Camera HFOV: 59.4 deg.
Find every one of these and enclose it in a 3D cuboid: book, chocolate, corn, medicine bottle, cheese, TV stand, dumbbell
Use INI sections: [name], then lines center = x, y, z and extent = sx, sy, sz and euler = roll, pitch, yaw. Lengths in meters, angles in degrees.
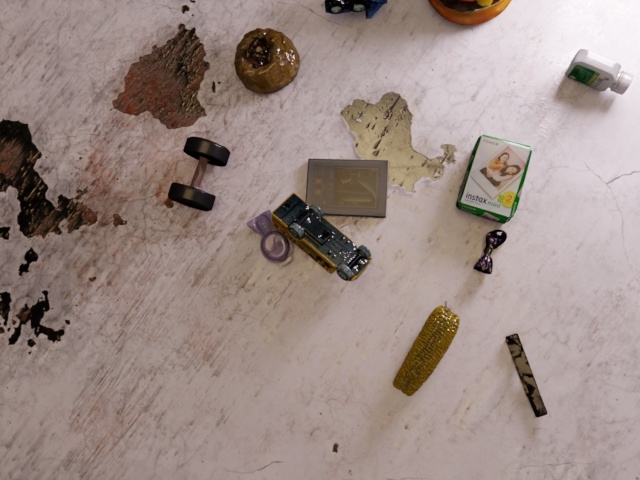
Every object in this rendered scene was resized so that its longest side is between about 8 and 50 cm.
[book]
center = 0.087, -0.174, 1.847
extent = 0.269, 0.025, 0.191
euler = 3, 83, 8
[chocolate]
center = 0.525, 0.031, 1.745
extent = 0.070, 0.072, 0.147
euler = 9, 71, 50
[corn]
center = 0.329, 0.330, 1.705
extent = 0.101, 0.101, 0.310
euler = 30, 85, 11
[medicine bottle]
center = 0.865, -0.518, 1.740
extent = 0.183, 0.119, 0.069
euler = 26, 83, 9
[cheese]
center = -0.159, -0.004, 1.848
extent = 0.105, 0.042, 0.191
euler = -31, 78, 2
[TV stand]
center = 0.616, 0.402, 1.684
extent = 0.036, 0.042, 0.249
euler = -19, 80, 2
[dumbbell]
center = -0.401, -0.220, 1.857
extent = 0.152, 0.152, 0.218
euler = 16, 84, 10

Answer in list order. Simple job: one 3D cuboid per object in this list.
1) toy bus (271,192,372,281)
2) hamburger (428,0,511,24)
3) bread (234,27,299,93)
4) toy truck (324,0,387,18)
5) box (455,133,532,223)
[toy bus]
center = 0.000, 0.000, 1.778
extent = 0.335, 0.123, 0.121
euler = 40, 64, 10
[hamburger]
center = 0.485, -0.881, 1.778
extent = 0.330, 0.250, 0.330
euler = -1, 82, 7
[bread]
center = -0.188, -0.611, 1.900
extent = 0.230, 0.123, 0.230
euler = -1, 85, 7
[toy truck]
center = 0.116, -0.816, 1.884
extent = 0.208, 0.126, 0.113
euler = -4, 81, 3
[box]
center = 0.538, -0.189, 1.748
extent = 0.180, 0.103, 0.250
euler = 17, 84, 10
